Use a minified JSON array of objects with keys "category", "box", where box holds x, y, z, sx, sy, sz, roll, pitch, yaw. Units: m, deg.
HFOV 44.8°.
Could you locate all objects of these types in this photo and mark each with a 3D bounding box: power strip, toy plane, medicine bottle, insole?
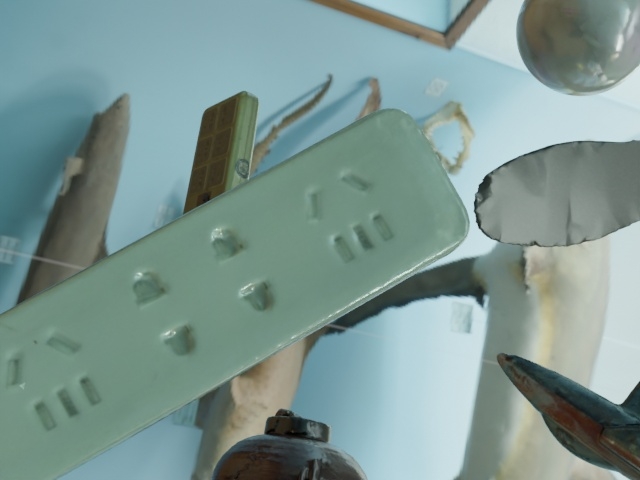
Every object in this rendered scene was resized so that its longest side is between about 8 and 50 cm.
[{"category":"power strip","box":[-0.102,0.053,0.412,0.091,0.385,0.062,60,-10,1]},{"category":"toy plane","box":[0.272,0.167,0.551,0.104,0.326,0.223,-49,156,1]},{"category":"medicine bottle","box":[0.324,-0.267,0.784,0.341,0.130,0.130,-41,179,-27]},{"category":"power strip","box":[-0.096,-0.054,0.717,0.076,0.028,0.169,-12,-115,48]},{"category":"insole","box":[0.310,-0.060,0.807,0.007,0.328,0.111,-131,-151,-69]}]

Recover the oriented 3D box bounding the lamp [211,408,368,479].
[{"category":"lamp","box":[-0.035,0.299,0.788,0.180,0.180,0.258,138,-37,-63]}]
